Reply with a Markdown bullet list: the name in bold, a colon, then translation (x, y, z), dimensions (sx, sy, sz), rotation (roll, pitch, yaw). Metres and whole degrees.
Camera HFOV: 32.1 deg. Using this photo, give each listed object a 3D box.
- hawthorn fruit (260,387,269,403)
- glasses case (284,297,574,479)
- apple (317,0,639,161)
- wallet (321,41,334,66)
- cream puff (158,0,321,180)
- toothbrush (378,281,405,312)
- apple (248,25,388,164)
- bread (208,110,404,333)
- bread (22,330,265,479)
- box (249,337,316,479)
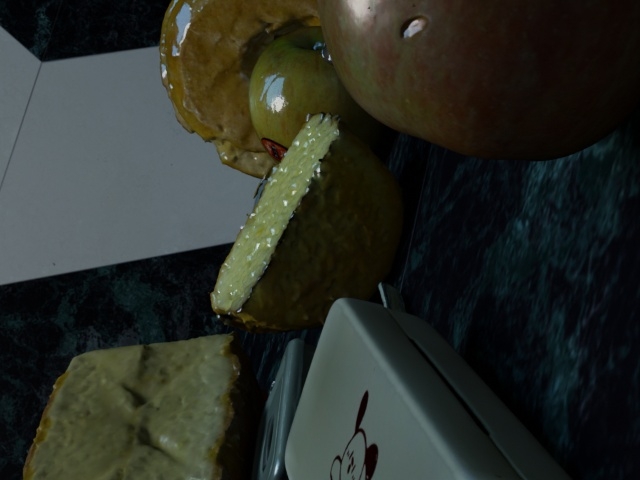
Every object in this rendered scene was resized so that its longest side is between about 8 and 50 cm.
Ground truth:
- **hawthorn fruit**: translation (-0.108, 0.255, 1.353), dimensions (0.179, 0.173, 0.173), rotation (62, -143, -62)
- **glasses case**: translation (0.049, 0.136, 0.619), dimensions (0.313, 0.070, 0.131), rotation (-127, 53, -73)
- **apple**: translation (0.090, -0.133, 0.550), dimensions (0.188, 0.188, 0.174), rotation (-97, 19, -70)
- **wallet**: translation (0.065, -0.222, 1.177), dimensions (0.153, 0.039, 0.118), rotation (11, -85, -54)
- **cream puff**: translation (-0.062, -0.268, 1.565), dimensions (0.231, 0.327, 0.343), rotation (-96, -15, -64)
- **toothbrush**: translation (0.067, 0.088, 0.861), dimensions (0.028, 0.026, 0.294), rotation (-59, 12, 11)
- **apple**: translation (0.001, -0.158, 1.288), dimensions (0.182, 0.182, 0.155), rotation (-88, -8, -59)
- **bread**: translation (0.000, 0.000, 1.074), dimensions (0.229, 0.139, 0.143), rotation (-61, 13, -3)
- **bread**: translation (-0.146, 0.269, 1.042), dimensions (0.279, 0.207, 0.279), rotation (-86, -14, -53)
- **box**: translation (-0.002, 0.178, 0.922), dimensions (0.172, 0.093, 0.124), rotation (-85, 12, -55)
